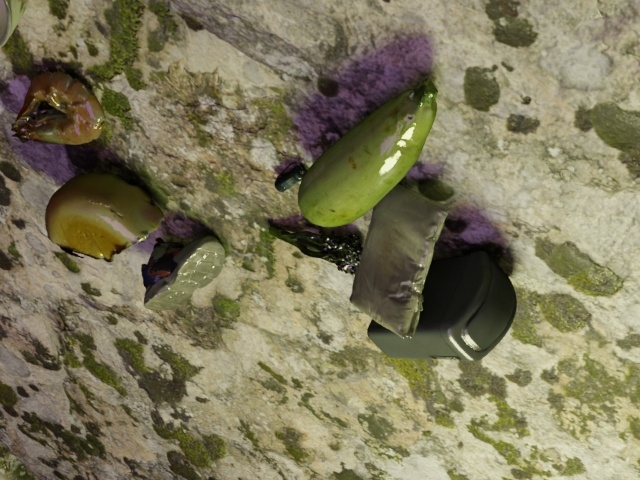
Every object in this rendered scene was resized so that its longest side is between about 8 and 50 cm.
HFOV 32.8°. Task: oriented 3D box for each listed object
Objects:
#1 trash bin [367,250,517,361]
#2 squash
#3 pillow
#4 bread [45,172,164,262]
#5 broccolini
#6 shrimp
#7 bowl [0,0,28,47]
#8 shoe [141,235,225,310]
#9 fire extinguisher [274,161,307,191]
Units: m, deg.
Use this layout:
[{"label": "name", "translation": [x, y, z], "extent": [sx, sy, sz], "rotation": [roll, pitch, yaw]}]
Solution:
[{"label": "trash bin", "translation": [0.206, 0.111, 1.794], "extent": [0.236, 0.177, 0.101], "rotation": [-9, 136, 46]}, {"label": "squash", "translation": [0.082, -0.127, 1.658], "extent": [0.118, 0.118, 0.370], "rotation": [38, 140, -9]}, {"label": "pillow", "translation": [0.123, 0.026, 1.741], "extent": [0.148, 0.050, 0.230], "rotation": [26, 106, 36]}, {"label": "bread", "translation": [-0.409, -0.061, 2.077], "extent": [0.260, 0.158, 0.156], "rotation": [17, 132, 21]}, {"label": "broccolini", "translation": [-0.010, 0.017, 1.937], "extent": [0.202, 0.068, 0.091], "rotation": [7, 157, 32]}, {"label": "shrimp", "translation": [-0.498, -0.233, 2.001], "extent": [0.267, 0.061, 0.145], "rotation": [-7, 121, 46]}, {"label": "bowl", "translation": [-0.569, -0.446, 1.724], "extent": [0.277, 0.145, 0.277], "rotation": [18, 142, 15]}, {"label": "shoe", "translation": [-0.280, 0.041, 2.159], "extent": [0.099, 0.125, 0.227], "rotation": [16, 133, -44]}, {"label": "fire extinguisher", "translation": [-0.048, -0.110, 1.845], "extent": [0.083, 0.025, 0.038], "rotation": [-27, 92, 50]}]
